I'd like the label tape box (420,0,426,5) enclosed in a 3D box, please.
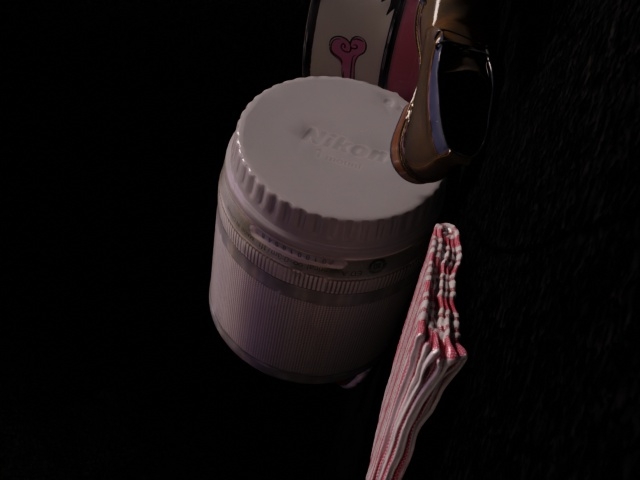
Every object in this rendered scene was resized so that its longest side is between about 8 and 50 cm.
[{"bbox_3d":[0.081,-0.344,0.582,0.249,0.115,0.348,60,-157,-23],"label":"label tape box"}]

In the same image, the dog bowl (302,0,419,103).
[{"bbox_3d":[0.124,-0.349,1.113,0.408,0.150,0.408,21,-90,-79],"label":"dog bowl"}]

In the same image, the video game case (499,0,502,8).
[{"bbox_3d":[0.154,-0.206,0.910,0.232,0.041,0.210,-6,-68,-87],"label":"video game case"}]

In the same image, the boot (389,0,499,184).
[{"bbox_3d":[0.121,-0.153,0.659,0.106,0.082,0.219,-166,88,-77],"label":"boot"}]

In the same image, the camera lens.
[{"bbox_3d":[0.000,0.000,0.839,0.274,0.219,0.219,103,-176,-48],"label":"camera lens"}]

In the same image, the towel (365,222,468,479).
[{"bbox_3d":[0.064,0.085,0.533,0.197,0.029,0.144,-62,-12,-67],"label":"towel"}]

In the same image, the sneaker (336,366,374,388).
[{"bbox_3d":[0.034,0.108,1.132,0.279,0.118,0.107,103,-176,-51],"label":"sneaker"}]
